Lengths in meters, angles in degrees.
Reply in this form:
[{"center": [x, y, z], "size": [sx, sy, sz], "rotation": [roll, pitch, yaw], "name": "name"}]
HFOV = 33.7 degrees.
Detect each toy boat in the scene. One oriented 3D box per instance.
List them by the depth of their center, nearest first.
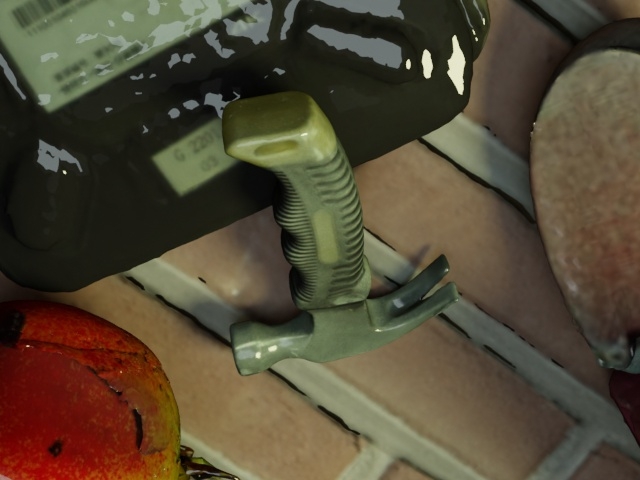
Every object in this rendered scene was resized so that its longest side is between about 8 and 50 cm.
[{"center": [0.216, -0.028, 0.664], "size": [0.155, 0.085, 0.227], "rotation": [-8, 104, 42], "name": "toy boat"}]

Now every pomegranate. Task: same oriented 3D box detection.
[{"center": [-0.178, 0.147, 0.685], "size": [0.235, 0.210, 0.210], "rotation": [26, 108, -15], "name": "pomegranate"}]

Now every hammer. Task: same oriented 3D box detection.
[{"center": [0.000, 0.000, 0.661], "size": [0.159, 0.041, 0.226], "rotation": [-15, 138, 1], "name": "hammer"}]

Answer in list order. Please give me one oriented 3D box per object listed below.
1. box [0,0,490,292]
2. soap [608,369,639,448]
[{"center": [-0.114, -0.170, 0.631], "size": [0.359, 0.091, 0.350], "rotation": [-25, 107, 12], "name": "box"}, {"center": [0.331, 0.249, 0.690], "size": [0.128, 0.233, 0.359], "rotation": [-27, 107, 9], "name": "soap"}]
